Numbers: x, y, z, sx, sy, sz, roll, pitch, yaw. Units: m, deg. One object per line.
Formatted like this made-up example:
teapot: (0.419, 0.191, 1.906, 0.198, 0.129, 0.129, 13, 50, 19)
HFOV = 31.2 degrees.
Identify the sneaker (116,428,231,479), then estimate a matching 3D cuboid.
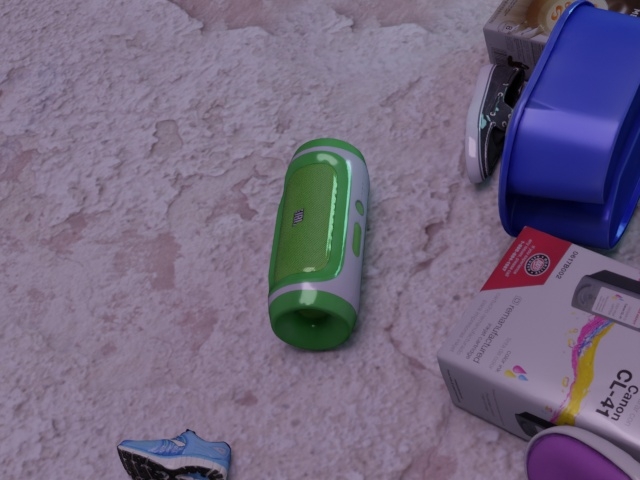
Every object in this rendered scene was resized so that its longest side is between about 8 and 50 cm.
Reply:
sneaker: (-0.189, 0.283, 1.499, 0.162, 0.063, 0.073, 5, 37, 18)

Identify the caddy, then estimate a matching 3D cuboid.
caddy: (0.337, -0.153, 1.504, 0.179, 0.241, 0.341, 16, 64, 27)

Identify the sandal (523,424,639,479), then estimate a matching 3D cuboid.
sandal: (0.322, 0.355, 1.167, 0.102, 0.169, 0.416, -8, 43, -30)

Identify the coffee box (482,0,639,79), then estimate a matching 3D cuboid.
coffee box: (0.391, -0.306, 1.728, 0.246, 0.098, 0.141, 21, 62, 31)

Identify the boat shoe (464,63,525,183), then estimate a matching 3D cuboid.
boat shoe: (0.264, -0.176, 1.690, 0.076, 0.080, 0.228, -1, 45, 21)

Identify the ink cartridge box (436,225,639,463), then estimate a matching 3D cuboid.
ink cartridge box: (0.329, 0.143, 1.371, 0.306, 0.131, 0.226, 22, 63, 33)

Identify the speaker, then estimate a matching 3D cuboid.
speaker: (0.000, 0.000, 1.604, 0.131, 0.131, 0.296, -6, 51, 15)
